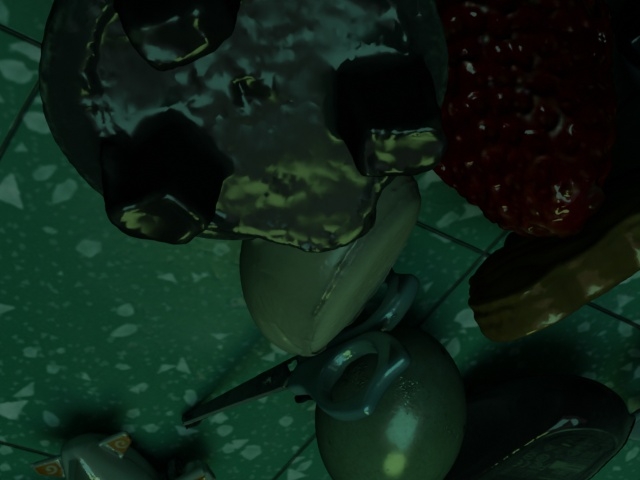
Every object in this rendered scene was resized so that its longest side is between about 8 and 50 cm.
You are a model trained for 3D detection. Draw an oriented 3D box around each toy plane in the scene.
[{"bbox_3d":[-0.240,0.314,1.148,0.245,0.117,0.244,-6,129,-8],"label":"toy plane"}]

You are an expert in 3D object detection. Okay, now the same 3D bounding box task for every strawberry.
[{"bbox_3d":[0.165,-0.106,0.789,0.205,0.244,0.205,-11,139,-10],"label":"strawberry"}]

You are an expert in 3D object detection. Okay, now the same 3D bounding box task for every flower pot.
[{"bbox_3d":[-0.046,-0.128,0.709,0.299,0.282,0.299,-5,129,-7],"label":"flower pot"}]

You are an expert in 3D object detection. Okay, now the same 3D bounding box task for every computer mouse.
[{"bbox_3d":[0.233,0.272,1.208,0.203,0.114,0.374,16,133,-26],"label":"computer mouse"}]

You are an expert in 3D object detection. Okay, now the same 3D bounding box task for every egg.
[{"bbox_3d":[0.078,0.197,1.077,0.169,0.169,0.236,-1,124,-10],"label":"egg"}]

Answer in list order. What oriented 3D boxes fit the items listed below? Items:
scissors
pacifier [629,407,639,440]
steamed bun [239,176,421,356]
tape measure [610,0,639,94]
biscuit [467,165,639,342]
[{"bbox_3d":[-0.036,0.148,1.050,0.029,0.191,0.360,37,132,-28],"label":"scissors"},{"bbox_3d":[0.524,0.230,1.144,0.300,0.233,0.244,-13,157,0],"label":"pacifier"},{"bbox_3d":[0.000,0.000,0.911,0.131,0.177,0.228,37,140,13],"label":"steamed bun"},{"bbox_3d":[0.348,-0.195,0.853,0.196,0.105,0.178,22,115,-28],"label":"tape measure"},{"bbox_3d":[0.272,-0.022,0.849,0.312,0.351,0.057,-29,92,38],"label":"biscuit"}]
